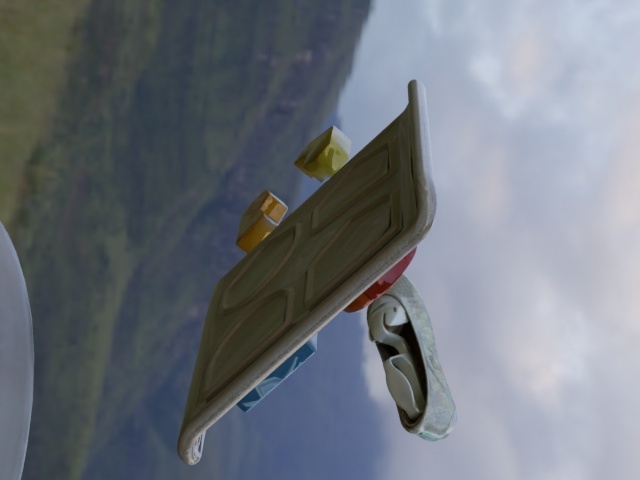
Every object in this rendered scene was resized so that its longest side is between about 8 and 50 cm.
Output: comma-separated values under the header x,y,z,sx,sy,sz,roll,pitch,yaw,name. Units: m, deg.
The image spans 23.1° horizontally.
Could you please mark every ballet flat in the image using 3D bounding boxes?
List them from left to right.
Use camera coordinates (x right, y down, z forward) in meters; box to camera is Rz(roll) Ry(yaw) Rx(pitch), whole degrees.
x,y,z,sx,sy,sz,roll,pitch,yaw,name
0.070,0.092,1.330,0.057,0.052,0.168,-42,-126,31,ballet flat

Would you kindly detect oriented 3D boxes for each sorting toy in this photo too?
x,y,z,sx,sy,sz,roll,pitch,yaw,name
0.000,0.000,1.020,0.229,0.041,0.307,-46,-166,18,sorting toy

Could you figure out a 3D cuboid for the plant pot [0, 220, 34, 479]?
x,y,z,sx,sy,sz,roll,pitch,yaw,name
-0.333,0.072,0.668,0.323,0.280,0.323,-20,-121,36,plant pot
